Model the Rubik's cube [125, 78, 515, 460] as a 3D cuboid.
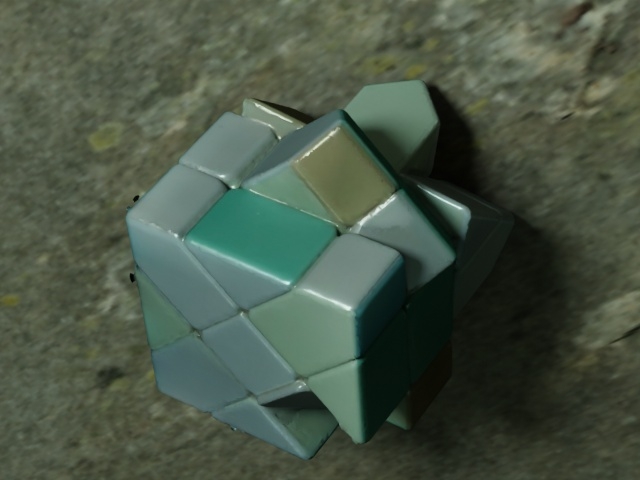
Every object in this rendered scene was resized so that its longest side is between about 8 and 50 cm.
[{"bbox_3d":[0.000,0.000,1.255,0.224,0.213,0.265,24,142,24],"label":"Rubik's cube"}]
